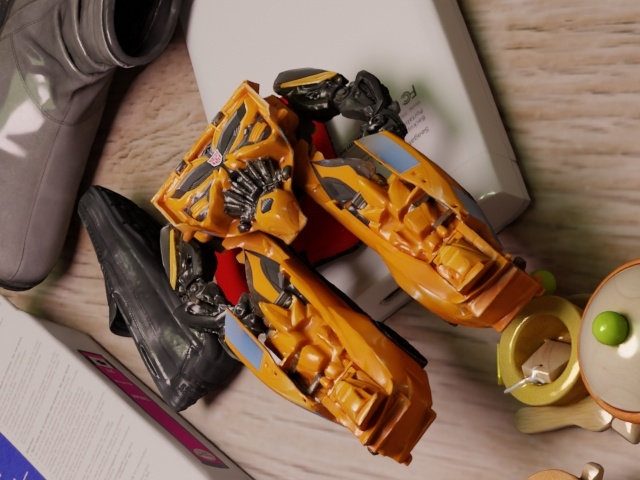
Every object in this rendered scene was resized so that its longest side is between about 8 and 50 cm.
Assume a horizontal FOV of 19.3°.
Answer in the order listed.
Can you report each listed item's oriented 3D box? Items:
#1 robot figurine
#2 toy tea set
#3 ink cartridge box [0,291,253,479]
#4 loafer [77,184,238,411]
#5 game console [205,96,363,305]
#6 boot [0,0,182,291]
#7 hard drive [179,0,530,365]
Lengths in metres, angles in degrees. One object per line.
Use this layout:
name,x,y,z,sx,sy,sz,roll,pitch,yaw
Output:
robot figurine,0.000,0.000,1.208,0.211,0.085,0.291,-53,49,4
toy tea set,0.161,0.160,1.073,0.200,0.124,0.336,-18,64,43
ink cartridge box,-0.194,0.188,1.492,0.371,0.069,0.176,33,103,45
loafer,-0.141,0.041,1.473,0.078,0.076,0.223,-49,50,14
game console,-0.033,-0.015,1.354,0.124,0.085,0.144,-23,57,6
boot,-0.205,-0.133,1.543,0.223,0.118,0.338,-10,71,56
hard drive,0.011,-0.110,1.383,0.233,0.047,0.353,-40,52,33
